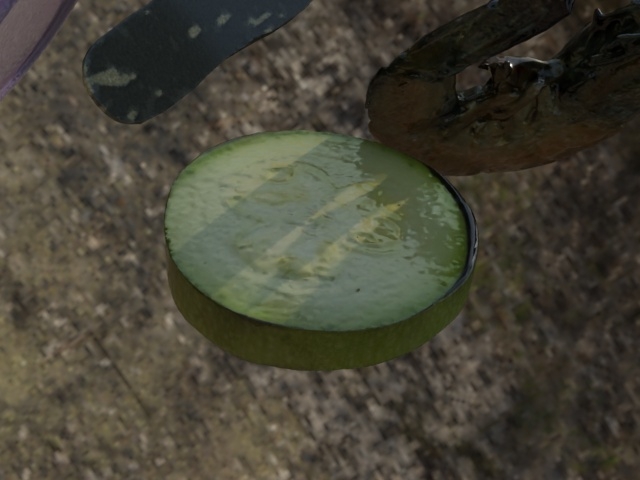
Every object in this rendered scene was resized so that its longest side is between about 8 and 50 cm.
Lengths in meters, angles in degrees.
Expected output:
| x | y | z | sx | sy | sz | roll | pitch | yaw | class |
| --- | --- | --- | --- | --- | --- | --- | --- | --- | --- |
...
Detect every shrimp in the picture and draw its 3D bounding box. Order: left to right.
| x | y | z | sx | sy | sz | roll | pitch | yaw | class |
| --- | --- | --- | --- | --- | --- | --- | --- | --- | --- |
| 0.216 | -0.170 | 1.112 | 0.272 | 0.445 | 0.085 | 11 | 60 | -39 | shrimp |

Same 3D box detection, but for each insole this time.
| x | y | z | sx | sy | sz | roll | pitch | yaw | class |
| --- | --- | --- | --- | --- | --- | --- | --- | --- | --- |
| -0.065 | -0.167 | 0.908 | 0.248 | 0.011 | 0.081 | -44 | 107 | -24 | insole |

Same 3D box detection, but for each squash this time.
| x | y | z | sx | sy | sz | roll | pitch | yaw | class |
| --- | --- | --- | --- | --- | --- | --- | --- | --- | --- |
| 0.000 | 0.000 | 1.050 | 0.252 | 0.049 | 0.252 | 3 | 40 | -2 | squash |

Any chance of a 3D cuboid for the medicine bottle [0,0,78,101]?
| x | y | z | sx | sy | sz | roll | pitch | yaw | class |
| --- | --- | --- | --- | --- | --- | --- | --- | --- | --- |
| -0.385 | -0.274 | 1.025 | 0.388 | 0.219 | 0.219 | 38 | 27 | -2 | medicine bottle |
